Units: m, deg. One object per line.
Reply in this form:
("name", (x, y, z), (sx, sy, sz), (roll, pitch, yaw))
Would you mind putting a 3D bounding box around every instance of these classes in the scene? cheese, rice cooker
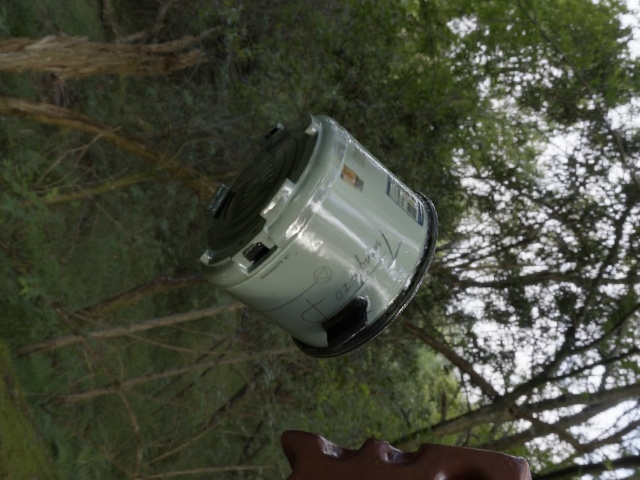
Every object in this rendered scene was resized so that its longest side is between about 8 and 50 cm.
("cheese", (0.082, 0.227, 0.406), (0.203, 0.177, 0.128), (-108, 175, -56))
("rice cooker", (0.000, 0.000, 0.620), (0.241, 0.227, 0.280), (-42, -152, 21))
